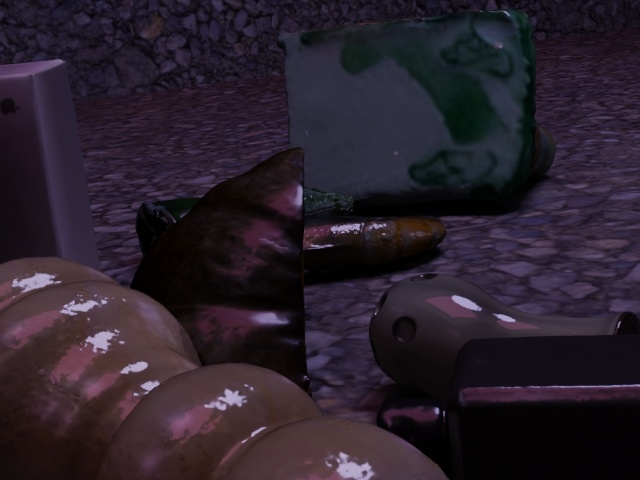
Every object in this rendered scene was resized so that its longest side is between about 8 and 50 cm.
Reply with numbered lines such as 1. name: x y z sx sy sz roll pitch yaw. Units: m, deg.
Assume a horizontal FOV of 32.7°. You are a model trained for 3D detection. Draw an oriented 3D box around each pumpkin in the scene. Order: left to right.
1. pumpkin: -0.075 0.011 0.751 0.130 0.149 0.254 1 15 -5

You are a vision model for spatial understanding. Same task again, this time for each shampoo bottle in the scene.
1. shampoo bottle: 0.149 0.088 0.483 0.246 0.080 0.079 -2 13 12

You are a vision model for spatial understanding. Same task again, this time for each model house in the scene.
1. model house: 0.135 -0.135 1.244 0.267 0.194 0.325 -3 1 20

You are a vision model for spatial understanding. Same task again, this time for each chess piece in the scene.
1. chess piece: -0.052 0.097 0.446 0.261 0.143 0.142 14 23 41

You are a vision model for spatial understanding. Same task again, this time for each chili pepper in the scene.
1. chili pepper: -0.060 -0.020 1.050 0.227 0.059 0.088 -10 15 -29

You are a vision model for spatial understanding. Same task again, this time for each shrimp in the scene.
1. shrimp: 0.000 0.000 0.964 0.217 0.051 0.150 -5 8 -16

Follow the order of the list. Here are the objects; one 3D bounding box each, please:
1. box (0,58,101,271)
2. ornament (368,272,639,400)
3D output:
1. box: -0.319 -0.031 0.877 0.251 0.203 0.106 -4 15 3
2. ornament: 0.100 0.063 0.625 0.156 0.081 0.075 7 -15 31
